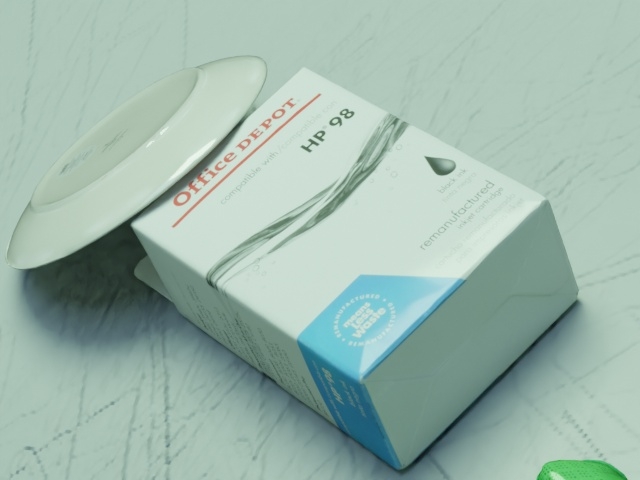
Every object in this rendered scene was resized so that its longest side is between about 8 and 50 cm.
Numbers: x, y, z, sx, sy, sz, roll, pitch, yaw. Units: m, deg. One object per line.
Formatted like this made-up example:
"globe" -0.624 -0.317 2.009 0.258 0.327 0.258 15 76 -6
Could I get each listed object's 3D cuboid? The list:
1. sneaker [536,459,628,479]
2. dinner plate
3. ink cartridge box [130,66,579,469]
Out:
"sneaker" 0.101 0.122 0.596 0.295 0.109 0.123 0 54 24
"dinner plate" -0.084 -0.039 0.847 0.141 0.017 0.141 -34 18 13
"ink cartridge box" 0.000 0.000 0.786 0.104 0.060 0.180 -43 47 -17
